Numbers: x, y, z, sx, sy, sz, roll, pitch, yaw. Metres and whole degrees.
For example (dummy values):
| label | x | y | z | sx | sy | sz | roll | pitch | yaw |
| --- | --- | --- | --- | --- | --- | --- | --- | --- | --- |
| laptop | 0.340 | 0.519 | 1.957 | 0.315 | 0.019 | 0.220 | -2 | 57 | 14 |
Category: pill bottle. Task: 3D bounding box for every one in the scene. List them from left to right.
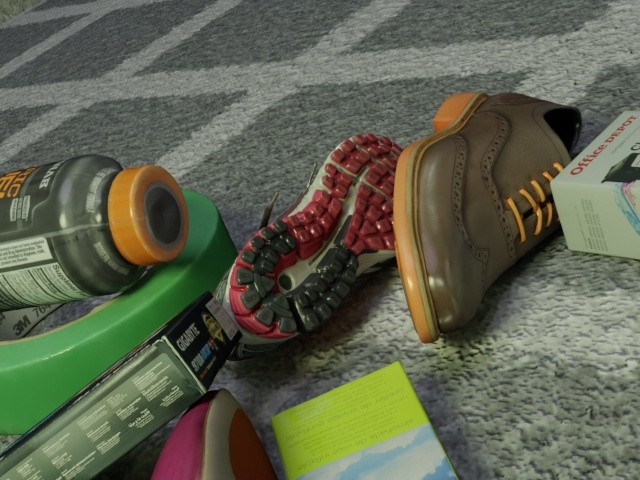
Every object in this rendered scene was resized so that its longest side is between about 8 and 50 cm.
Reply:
| label | x | y | z | sx | sy | sz | roll | pitch | yaw |
| --- | --- | --- | --- | --- | --- | --- | --- | --- | --- |
| pill bottle | -0.245 | -0.006 | 1.013 | 0.246 | 0.130 | 0.130 | -10 | 29 | 25 |

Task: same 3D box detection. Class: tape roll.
| label | x | y | z | sx | sy | sz | roll | pitch | yaw |
| --- | --- | --- | --- | --- | --- | --- | --- | --- | --- |
| tape roll | -0.237 | 0.062 | 1.114 | 0.321 | 0.077 | 0.321 | -19 | 25 | 9 |

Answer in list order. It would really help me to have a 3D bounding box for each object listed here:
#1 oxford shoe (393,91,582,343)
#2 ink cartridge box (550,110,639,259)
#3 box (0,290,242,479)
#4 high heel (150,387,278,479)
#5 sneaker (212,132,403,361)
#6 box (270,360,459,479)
| label | x | y | z | sx | sy | sz | roll | pitch | yaw |
| --- | --- | --- | --- | --- | --- | --- | --- | --- | --- |
| oxford shoe | 0.151 | -0.041 | 0.944 | 0.133 | 0.130 | 0.363 | -4 | 31 | 22 |
| ink cartridge box | 0.295 | -0.044 | 0.886 | 0.175 | 0.072 | 0.127 | 9 | 40 | 47 |
| box | -0.166 | 0.134 | 0.816 | 0.220 | 0.051 | 0.175 | -38 | 3 | 8 |
| high heel | -0.118 | 0.226 | 0.655 | 0.181 | 0.127 | 0.377 | -25 | 20 | 11 |
| sneaker | 0.000 | 0.000 | 1.005 | 0.299 | 0.121 | 0.112 | -36 | -3 | -42 |
| box | 0.032 | 0.159 | 0.742 | 0.109 | 0.042 | 0.178 | -24 | 26 | 0 |
